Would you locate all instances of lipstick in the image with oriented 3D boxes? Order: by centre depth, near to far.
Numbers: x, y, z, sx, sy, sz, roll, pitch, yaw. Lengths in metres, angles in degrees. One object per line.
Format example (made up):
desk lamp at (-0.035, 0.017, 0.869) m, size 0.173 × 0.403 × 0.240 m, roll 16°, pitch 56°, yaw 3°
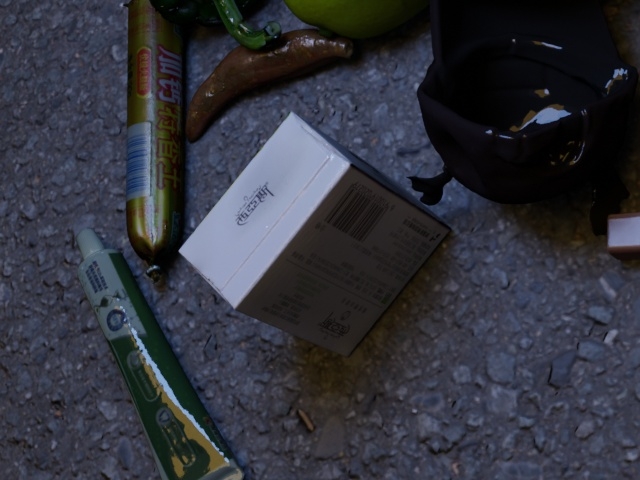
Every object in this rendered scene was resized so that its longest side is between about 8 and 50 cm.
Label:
lipstick at (0.373, -0.008, 1.655) m, size 0.145 × 0.045 × 0.045 m, roll -4°, pitch 76°, yaw 26°

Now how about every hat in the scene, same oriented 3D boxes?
hat at (0.211, -0.140, 1.733) m, size 0.238 × 0.209 × 0.336 m, roll -1°, pitch 44°, yaw -3°

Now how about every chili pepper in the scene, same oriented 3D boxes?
chili pepper at (-0.132, -0.332, 1.927) m, size 0.174 × 0.165 × 0.261 m, roll -49°, pitch 47°, yaw 44°

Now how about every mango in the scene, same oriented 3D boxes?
mango at (0.075, -0.346, 1.849) m, size 0.273 × 0.149 × 0.185 m, roll -30°, pitch 65°, yaw 5°

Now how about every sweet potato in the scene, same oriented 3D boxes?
sweet potato at (-0.073, -0.206, 1.941) m, size 0.255 × 0.058 × 0.078 m, roll -25°, pitch 87°, yaw 24°

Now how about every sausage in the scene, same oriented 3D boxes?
sausage at (-0.207, -0.128, 1.976) m, size 0.082 × 0.082 × 0.371 m, roll -10°, pitch 72°, yaw 25°

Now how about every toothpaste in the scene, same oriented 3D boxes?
toothpaste at (-0.208, 0.143, 1.910) m, size 0.099 × 0.061 × 0.392 m, roll -36°, pitch 65°, yaw 14°

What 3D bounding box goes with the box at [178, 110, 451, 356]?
box at (0.000, 0.000, 1.724) m, size 0.111 × 0.260 × 0.194 m, roll 43°, pitch 97°, yaw 29°
